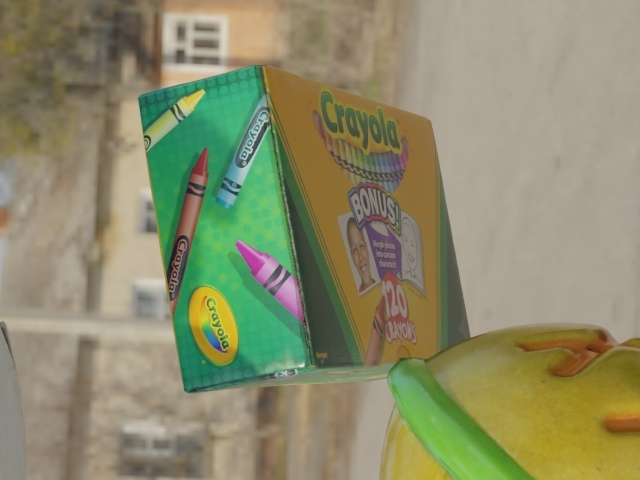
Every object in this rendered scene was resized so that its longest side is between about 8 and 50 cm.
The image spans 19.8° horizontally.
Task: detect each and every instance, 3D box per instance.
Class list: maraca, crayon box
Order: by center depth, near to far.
[{"bbox_3d":[0.081,0.085,0.429,0.099,0.127,0.185,-53,43,7],"label":"maraca"},{"bbox_3d":[0.000,0.000,1.087,0.278,0.081,0.165,6,-107,-67],"label":"crayon box"}]

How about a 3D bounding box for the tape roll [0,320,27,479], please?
[{"bbox_3d":[-0.344,0.092,1.152,0.392,0.072,0.392,39,-143,-38],"label":"tape roll"}]
